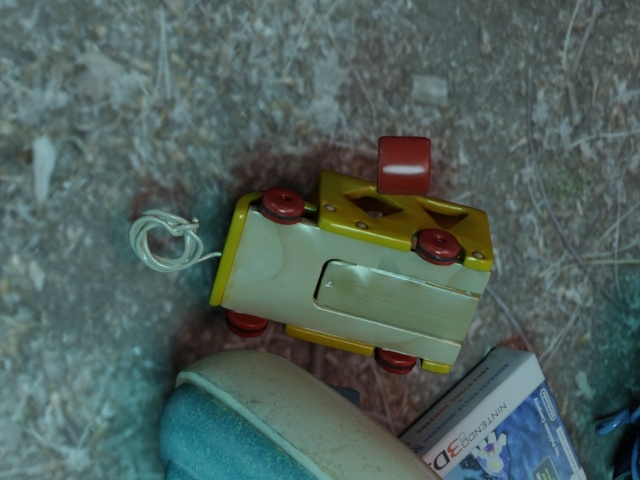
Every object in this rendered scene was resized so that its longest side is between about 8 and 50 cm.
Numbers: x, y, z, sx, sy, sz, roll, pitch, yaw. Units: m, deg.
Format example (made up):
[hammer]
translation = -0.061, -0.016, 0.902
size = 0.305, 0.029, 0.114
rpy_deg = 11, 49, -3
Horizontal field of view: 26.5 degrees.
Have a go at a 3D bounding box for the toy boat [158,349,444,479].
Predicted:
[toy boat]
translation = 0.003, 0.228, 0.820
size = 0.148, 0.267, 0.318
rpy_deg = -38, 143, -25

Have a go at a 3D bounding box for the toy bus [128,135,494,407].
[toy bus]
translation = 0.010, 0.008, 0.875
size = 0.202, 0.191, 0.104
rpy_deg = 58, 17, -25

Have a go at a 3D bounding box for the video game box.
[video game box]
translation = 0.124, 0.215, 1.012
size = 0.187, 0.048, 0.205
rpy_deg = -37, 113, -28

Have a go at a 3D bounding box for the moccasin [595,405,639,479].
[moccasin]
translation = 0.280, 0.190, 1.090
size = 0.137, 0.117, 0.342
rpy_deg = 9, 90, -37
